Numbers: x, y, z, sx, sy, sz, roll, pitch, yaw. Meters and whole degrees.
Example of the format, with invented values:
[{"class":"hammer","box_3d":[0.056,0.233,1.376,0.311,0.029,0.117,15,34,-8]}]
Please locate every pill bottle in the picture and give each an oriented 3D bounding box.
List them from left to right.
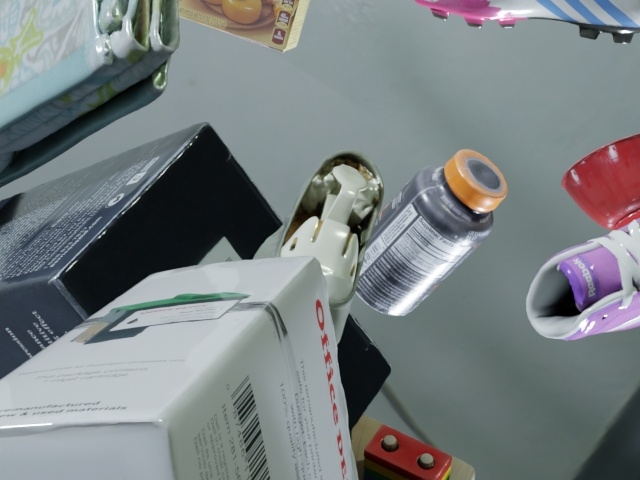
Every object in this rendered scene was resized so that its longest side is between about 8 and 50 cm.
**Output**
[{"class":"pill bottle","box_3d":[0.148,-0.015,1.592,0.130,0.130,0.245,22,130,-26]}]

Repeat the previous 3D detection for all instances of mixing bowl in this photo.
[{"class":"mixing bowl","box_3d":[0.458,-0.074,1.720,0.181,0.181,0.098,-10,68,-17]}]

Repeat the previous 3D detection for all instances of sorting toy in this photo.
[{"class":"sorting toy","box_3d":[0.007,0.278,1.302,0.257,0.255,0.089,-48,151,-39]}]

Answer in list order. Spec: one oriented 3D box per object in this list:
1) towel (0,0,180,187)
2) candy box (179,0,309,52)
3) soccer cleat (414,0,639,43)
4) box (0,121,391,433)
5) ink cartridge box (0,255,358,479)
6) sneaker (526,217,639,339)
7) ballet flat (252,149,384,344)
[{"class":"towel","box_3d":[-0.265,-0.233,1.059,0.090,0.374,0.320,12,67,-45]},{"class":"candy box","box_3d":[-0.083,-0.445,1.629,0.183,0.087,0.316,19,108,6]},{"class":"soccer cleat","box_3d":[0.294,-0.362,1.582,0.331,0.116,0.143,7,114,4]},{"class":"box","box_3d":[-0.189,0.101,1.092,0.293,0.395,0.212,54,52,-20]},{"class":"ink cartridge box","box_3d":[-0.053,0.109,0.470,0.093,0.219,0.160,-6,101,13]},{"class":"sneaker","box_3d":[0.283,0.010,0.938,0.161,0.102,0.282,-10,155,-40]},{"class":"ballet flat","box_3d":[0.000,0.000,0.780,0.072,0.213,0.068,26,122,-5]}]
